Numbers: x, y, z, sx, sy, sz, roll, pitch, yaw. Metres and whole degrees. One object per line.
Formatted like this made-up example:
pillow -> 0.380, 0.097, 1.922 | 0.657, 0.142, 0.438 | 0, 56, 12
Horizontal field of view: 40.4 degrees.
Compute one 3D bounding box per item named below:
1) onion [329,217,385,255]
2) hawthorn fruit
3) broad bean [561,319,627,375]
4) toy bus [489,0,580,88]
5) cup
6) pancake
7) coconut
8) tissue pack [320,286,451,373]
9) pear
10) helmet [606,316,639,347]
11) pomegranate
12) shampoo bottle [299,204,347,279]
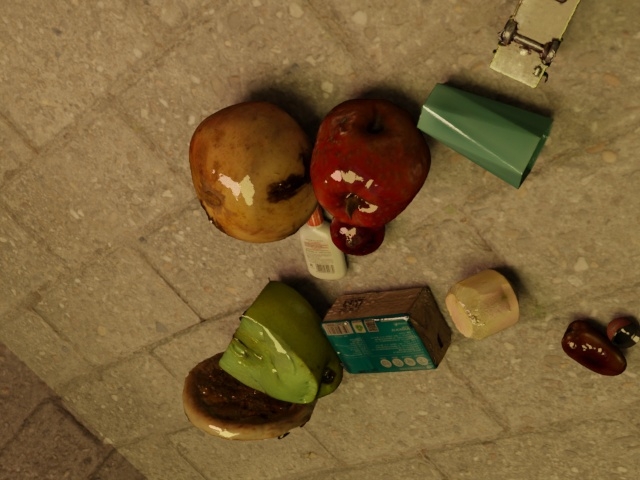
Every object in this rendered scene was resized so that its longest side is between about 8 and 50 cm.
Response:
onion -> 0.083, -0.024, 2.010 | 0.131, 0.131, 0.131 | 17, 135, 18
hawthorn fruit -> 0.096, -0.159, 1.791 | 0.258, 0.261, 0.258 | 28, 177, 2
broad bean -> 0.619, 0.249, 1.961 | 0.165, 0.084, 0.114 | 35, 172, -3
toy bus -> 0.395, -0.417, 1.465 | 0.113, 0.139, 0.301 | 27, 129, 7
cup -> 0.317, -0.217, 1.700 | 0.236, 0.134, 0.148 | 29, 164, 18
pancake -> -0.192, 0.415, 2.400 | 0.382, 0.382, 0.071 | 18, 122, 16
coconut -> 0.377, 0.141, 1.971 | 0.147, 0.153, 0.147 | 159, 90, -75
tissue pack -> 0.166, 0.225, 2.175 | 0.271, 0.134, 0.192 | -8, 124, 36
pear -> -0.075, 0.280, 2.281 | 0.318, 0.238, 0.342 | 36, 145, 3
helmet -> 0.662, 0.198, 1.916 | 0.065, 0.049, 0.084 | -44, 130, 13
pomegranate -> -0.139, -0.149, 1.907 | 0.322, 0.322, 0.322 | 17, 135, 18
shampoo bottle -> 0.000, 0.000, 2.133 | 0.108, 0.051, 0.221 | 7, 131, 27
